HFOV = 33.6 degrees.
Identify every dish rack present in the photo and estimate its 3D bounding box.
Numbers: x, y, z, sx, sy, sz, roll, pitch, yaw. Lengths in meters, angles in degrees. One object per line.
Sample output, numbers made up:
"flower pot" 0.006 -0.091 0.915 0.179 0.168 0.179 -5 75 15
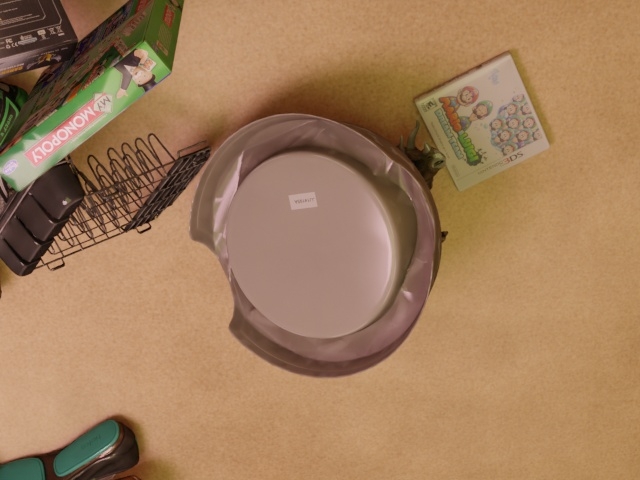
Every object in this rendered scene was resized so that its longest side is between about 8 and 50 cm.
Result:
"dish rack" -0.270 -0.056 1.344 0.074 0.271 0.208 55 134 8

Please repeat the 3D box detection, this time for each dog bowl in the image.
"dog bowl" 0.000 0.000 1.392 0.349 0.102 0.348 7 106 24

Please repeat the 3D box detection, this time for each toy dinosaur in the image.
"toy dinosaur" 0.071 -0.024 1.482 0.313 0.121 0.160 -40 104 21

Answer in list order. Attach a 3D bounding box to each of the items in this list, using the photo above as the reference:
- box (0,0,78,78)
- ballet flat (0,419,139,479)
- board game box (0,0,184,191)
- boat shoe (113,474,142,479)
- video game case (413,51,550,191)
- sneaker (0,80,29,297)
"box" -0.418 -0.266 1.197 0.231 0.056 0.183 -23 83 -29
"ballet flat" -0.406 0.374 1.645 0.281 0.095 0.096 -23 131 6
"board game box" -0.256 -0.192 1.215 0.213 0.317 0.046 -35 113 13
"boat shoe" -0.350 0.483 1.697 0.123 0.120 0.324 39 119 7
"video game case" 0.224 -0.161 1.460 0.143 0.019 0.157 -26 118 8
"sneaker" -0.436 -0.048 1.384 0.146 0.134 0.343 -3 126 -19
